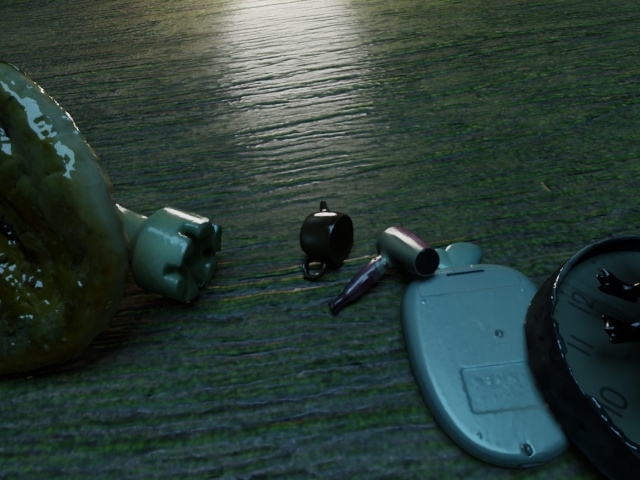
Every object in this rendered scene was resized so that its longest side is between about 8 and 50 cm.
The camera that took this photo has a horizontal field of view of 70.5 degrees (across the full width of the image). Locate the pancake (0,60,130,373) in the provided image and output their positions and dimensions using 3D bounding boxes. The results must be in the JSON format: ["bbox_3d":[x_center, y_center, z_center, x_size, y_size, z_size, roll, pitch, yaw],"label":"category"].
[{"bbox_3d":[-0.405,-0.014,0.530,0.387,0.387,0.082,-2,13,6],"label":"pancake"}]

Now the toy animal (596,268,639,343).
[{"bbox_3d":[0.333,0.022,0.392,0.116,0.179,0.218,19,51,12],"label":"toy animal"}]

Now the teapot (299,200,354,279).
[{"bbox_3d":[0.000,0.000,0.657,0.068,0.076,0.121,12,80,30],"label":"teapot"}]

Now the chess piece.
[{"bbox_3d":[-0.301,-0.014,0.645,0.299,0.194,0.194,18,52,11],"label":"chess piece"}]

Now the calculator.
[{"bbox_3d":[0.194,0.112,0.544,0.184,0.042,0.295,-7,48,1],"label":"calculator"}]

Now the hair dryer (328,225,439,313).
[{"bbox_3d":[0.077,0.048,0.609,0.154,0.054,0.106,-38,20,0],"label":"hair dryer"}]

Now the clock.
[{"bbox_3d":[0.381,0.125,0.468,0.313,0.061,0.312,2,51,-2],"label":"clock"}]
